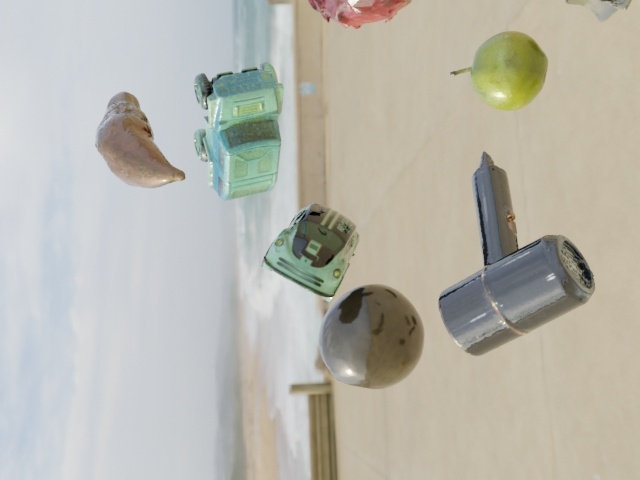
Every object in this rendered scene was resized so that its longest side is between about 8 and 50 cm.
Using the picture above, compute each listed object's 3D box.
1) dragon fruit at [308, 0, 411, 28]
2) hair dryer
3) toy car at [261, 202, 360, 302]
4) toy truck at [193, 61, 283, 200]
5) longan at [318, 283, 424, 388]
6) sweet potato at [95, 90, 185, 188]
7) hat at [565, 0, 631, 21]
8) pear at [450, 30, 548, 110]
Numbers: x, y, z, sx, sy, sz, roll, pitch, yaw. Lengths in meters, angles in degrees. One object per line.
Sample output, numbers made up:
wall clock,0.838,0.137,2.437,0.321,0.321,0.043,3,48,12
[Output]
dragon fruit,0.055,-0.515,1.715,0.163,0.262,0.189,-50,22,0
hair dryer,0.264,-0.021,1.218,0.189,0.107,0.352,-33,37,32
toy car,0.000,0.000,1.530,0.125,0.136,0.306,-62,-2,20
toy truck,-0.150,-0.206,1.645,0.278,0.155,0.156,102,150,-55
longan,0.096,0.178,1.567,0.212,0.198,0.198,45,-153,-39
sweet potato,-0.313,-0.165,1.388,0.354,0.106,0.095,-131,36,-54
hat,0.639,-0.582,1.990,0.085,0.147,0.175,-60,0,-3
pear,0.410,-0.392,1.985,0.166,0.216,0.180,-16,-65,-66
